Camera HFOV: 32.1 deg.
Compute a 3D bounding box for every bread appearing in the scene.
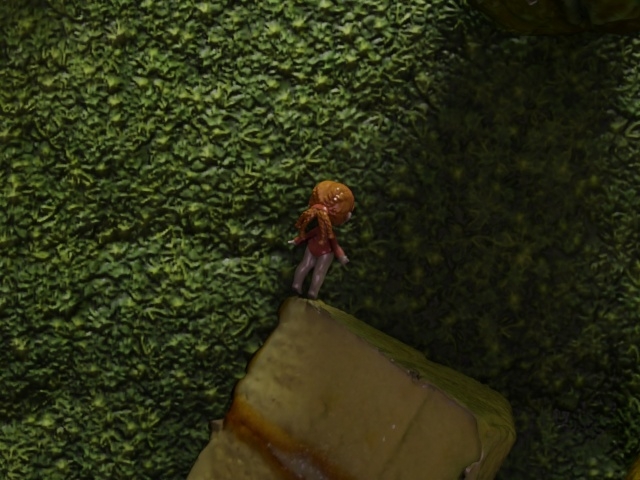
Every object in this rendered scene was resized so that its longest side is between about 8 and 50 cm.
[{"bbox_3d":[0.006,0.205,0.939,0.236,0.198,0.263,29,93,7],"label":"bread"}]

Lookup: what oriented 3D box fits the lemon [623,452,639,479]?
[{"bbox_3d":[0.391,0.271,0.877,0.336,0.336,0.335,0,90,0],"label":"lemon"}]

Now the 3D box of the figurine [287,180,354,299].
[{"bbox_3d":[0.000,0.000,1.005,0.064,0.047,0.109,20,97,24],"label":"figurine"}]

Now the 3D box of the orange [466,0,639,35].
[{"bbox_3d":[0.229,-0.272,0.884,0.301,0.300,0.223,1,96,28],"label":"orange"}]
